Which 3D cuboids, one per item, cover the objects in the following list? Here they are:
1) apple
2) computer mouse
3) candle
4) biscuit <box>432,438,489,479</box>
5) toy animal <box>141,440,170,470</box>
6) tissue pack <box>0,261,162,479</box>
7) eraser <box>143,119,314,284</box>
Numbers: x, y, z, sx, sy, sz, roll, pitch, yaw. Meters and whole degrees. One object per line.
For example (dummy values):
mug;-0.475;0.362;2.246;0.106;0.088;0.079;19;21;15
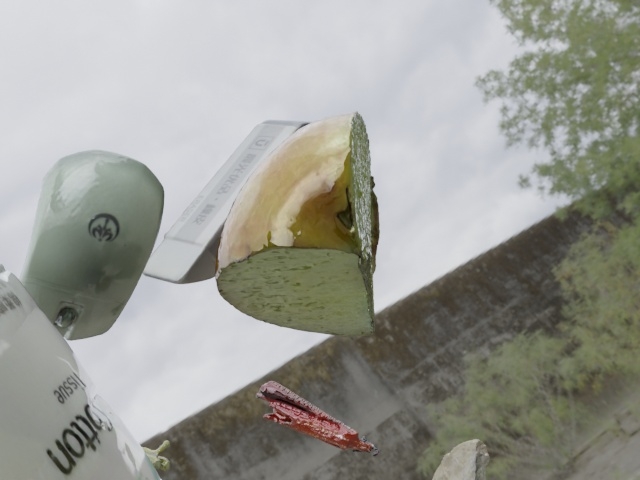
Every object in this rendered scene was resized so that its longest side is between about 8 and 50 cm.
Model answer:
apple;0.000;0.000;0.789;0.254;0.179;0.346;-40;-24;-8
computer mouse;-0.180;0.019;0.515;0.089;0.056;0.181;18;-60;-23
candle;-0.008;0.402;1.521;0.059;0.302;0.084;-30;-41;-69
biscuit;0.221;0.452;1.121;0.032;0.249;0.133;12;-17;-28
toy animal;-0.390;0.474;1.372;0.073;0.136;0.181;69;-144;-50
tissue pack;-0.216;0.166;0.309;0.194;0.266;0.356;-33;6;3
eraser;-0.112;-0.066;0.972;0.351;0.089;0.061;-57;-43;-27
